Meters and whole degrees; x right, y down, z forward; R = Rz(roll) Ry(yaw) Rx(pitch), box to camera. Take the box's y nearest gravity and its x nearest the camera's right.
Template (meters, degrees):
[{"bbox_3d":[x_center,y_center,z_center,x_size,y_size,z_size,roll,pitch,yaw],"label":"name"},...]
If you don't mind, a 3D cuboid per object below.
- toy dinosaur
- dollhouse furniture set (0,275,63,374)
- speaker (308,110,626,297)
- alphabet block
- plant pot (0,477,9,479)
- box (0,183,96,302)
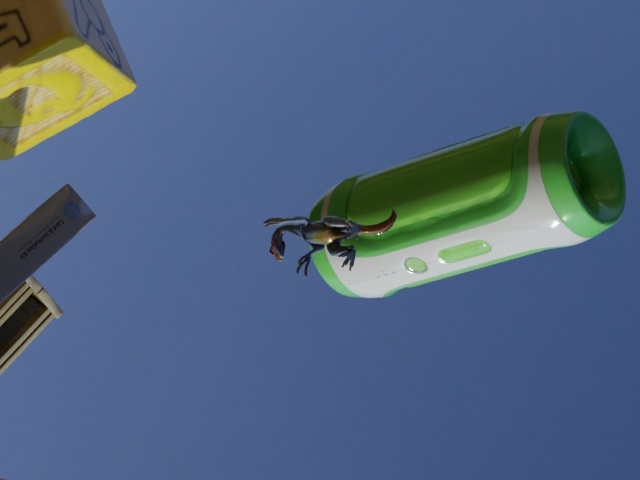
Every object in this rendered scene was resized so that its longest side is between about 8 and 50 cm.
[{"bbox_3d":[0.000,0.000,1.409,0.082,0.090,0.047,17,-65,55],"label":"toy dinosaur"},{"bbox_3d":[-0.439,0.060,2.248,0.183,0.129,0.129,33,-107,33],"label":"dollhouse furniture set"},{"bbox_3d":[0.133,-0.031,1.741,0.296,0.131,0.131,-17,-132,37],"label":"speaker"},{"bbox_3d":[-0.351,-0.236,2.075,0.193,0.192,0.197,-28,-111,11],"label":"alphabet block"},{"bbox_3d":[-0.324,0.374,1.693,0.291,0.291,0.203,-23,-140,36],"label":"plant pot"},{"bbox_3d":[-0.268,0.036,1.451,0.145,0.038,0.186,-45,-171,-32],"label":"box"}]
